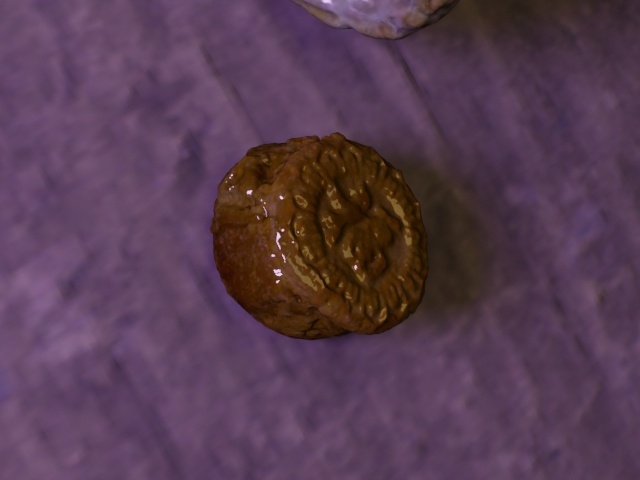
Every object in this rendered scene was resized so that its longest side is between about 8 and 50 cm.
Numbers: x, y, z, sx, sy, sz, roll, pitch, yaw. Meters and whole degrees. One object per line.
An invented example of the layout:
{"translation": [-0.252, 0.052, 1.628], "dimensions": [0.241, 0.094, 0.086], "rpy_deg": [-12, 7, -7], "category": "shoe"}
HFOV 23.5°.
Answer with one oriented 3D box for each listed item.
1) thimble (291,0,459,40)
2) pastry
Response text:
{"translation": [0.016, -0.203, 0.752], "dimensions": [0.190, 0.137, 0.143], "rpy_deg": [36, 62, -3], "category": "thimble"}
{"translation": [0.000, 0.000, 0.735], "dimensions": [0.109, 0.057, 0.097], "rpy_deg": [40, 54, -21], "category": "pastry"}
